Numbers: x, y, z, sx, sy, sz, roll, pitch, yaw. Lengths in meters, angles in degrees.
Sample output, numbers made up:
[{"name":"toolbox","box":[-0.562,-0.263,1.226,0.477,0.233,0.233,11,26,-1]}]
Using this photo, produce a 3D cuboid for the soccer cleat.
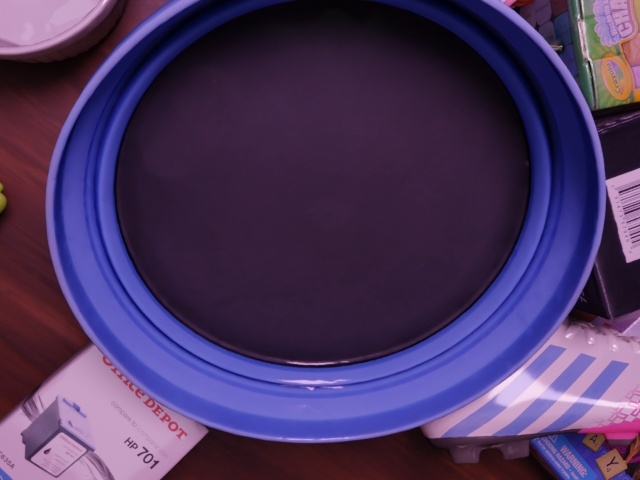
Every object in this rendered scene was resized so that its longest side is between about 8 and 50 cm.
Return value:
[{"name":"soccer cleat","box":[0.251,0.120,0.579,0.331,0.116,0.143,-8,80,2]}]

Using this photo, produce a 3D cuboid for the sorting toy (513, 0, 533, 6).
[{"name":"sorting toy","box":[0.170,-0.355,0.607,0.132,0.046,0.275,14,74,5]}]

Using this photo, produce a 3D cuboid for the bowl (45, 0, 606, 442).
[{"name":"bowl","box":[0.007,-0.006,0.461,0.391,0.077,0.391,-2,121,-3]}]

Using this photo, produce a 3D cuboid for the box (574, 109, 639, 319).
[{"name":"box","box":[0.239,-0.029,0.575,0.108,0.207,0.153,-20,98,-7]}]

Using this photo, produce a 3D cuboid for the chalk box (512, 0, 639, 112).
[{"name":"chalk box","box":[0.278,-0.192,0.608,0.213,0.132,0.132,-13,96,-6]}]

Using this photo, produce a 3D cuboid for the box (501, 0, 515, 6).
[{"name":"box","box":[0.013,-0.271,0.557,0.154,0.142,0.300,-44,99,-1]}]

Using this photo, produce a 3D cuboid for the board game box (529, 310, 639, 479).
[{"name":"board game box","box":[0.419,0.208,0.690,0.318,0.066,0.319,-42,98,-4]}]

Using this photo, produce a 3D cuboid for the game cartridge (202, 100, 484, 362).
[{"name":"game cartridge","box":[0.000,0.000,0.542,0.230,0.068,0.355,9,121,-5]}]

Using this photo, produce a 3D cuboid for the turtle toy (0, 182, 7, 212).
[{"name":"turtle toy","box":[-0.355,-0.023,0.555,0.130,0.095,0.066,-10,74,-8]}]

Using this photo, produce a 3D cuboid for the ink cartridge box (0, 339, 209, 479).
[{"name":"ink cartridge box","box":[-0.223,0.191,0.578,0.190,0.082,0.139,-43,99,-9]}]

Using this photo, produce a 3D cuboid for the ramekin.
[{"name":"ramekin","box":[-0.265,-0.257,0.535,0.207,0.109,0.207,-1,95,-9]}]
